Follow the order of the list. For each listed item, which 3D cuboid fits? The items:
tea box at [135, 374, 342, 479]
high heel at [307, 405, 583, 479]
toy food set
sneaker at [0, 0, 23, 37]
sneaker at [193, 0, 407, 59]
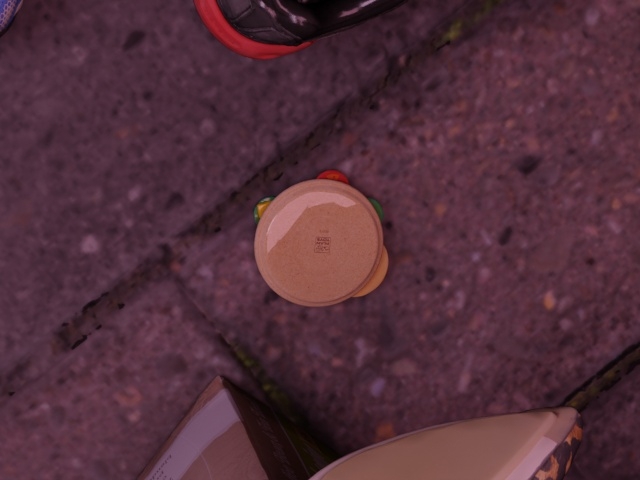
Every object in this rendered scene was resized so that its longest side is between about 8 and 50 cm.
[{"bbox_3d":[-0.020,0.320,0.864,0.323,0.220,0.329,38,93,-18],"label":"tea box"},{"bbox_3d":[0.038,0.202,0.710,0.261,0.093,0.186,-32,123,-15],"label":"high heel"},{"bbox_3d":[0.000,0.000,0.893,0.083,0.020,0.082,-12,106,-8],"label":"toy food set"},{"bbox_3d":[-0.215,-0.251,0.720,0.130,0.147,0.330,-10,107,-9],"label":"sneaker"},{"bbox_3d":[0.050,-0.200,0.794,0.276,0.135,0.097,-41,106,-1],"label":"sneaker"}]
